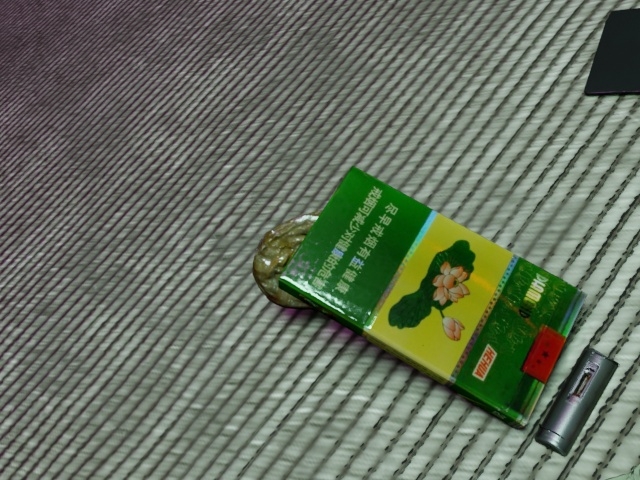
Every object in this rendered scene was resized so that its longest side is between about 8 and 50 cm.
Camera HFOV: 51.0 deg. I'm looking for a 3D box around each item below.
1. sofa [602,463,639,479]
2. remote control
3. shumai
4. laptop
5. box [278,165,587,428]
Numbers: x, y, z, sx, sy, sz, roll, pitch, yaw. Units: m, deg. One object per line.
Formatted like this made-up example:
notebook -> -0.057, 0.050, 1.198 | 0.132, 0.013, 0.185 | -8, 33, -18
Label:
sofa -> 0.188, 0.213, 0.370 | 0.226, 0.176, 0.210 | -19, 48, 16
remote control -> 0.206, 0.128, 0.542 | 0.034, 0.016, 0.091 | 24, 70, 36
shumai -> -0.005, 0.007, 0.681 | 0.139, 0.123, 0.105 | -25, 45, -30
laptop -> 0.392, -0.201, 0.703 | 0.197, 0.016, 0.135 | 8, 60, 37
box -> 0.096, 0.044, 0.583 | 0.235, 0.034, 0.132 | 29, 69, 9
